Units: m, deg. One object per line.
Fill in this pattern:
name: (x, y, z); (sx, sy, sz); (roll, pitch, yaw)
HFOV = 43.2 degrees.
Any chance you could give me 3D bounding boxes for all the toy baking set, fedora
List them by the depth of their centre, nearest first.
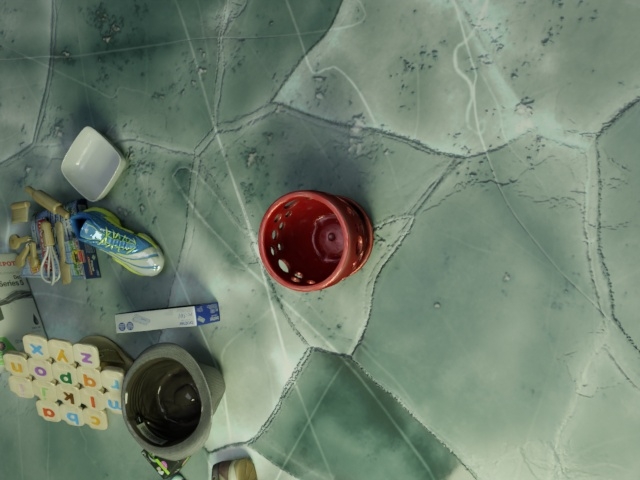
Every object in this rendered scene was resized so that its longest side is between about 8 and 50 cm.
fedora: (-0.297, 0.335, 1.730); (0.275, 0.124, 0.243); (-38, 74, 29)
toy baking set: (-0.635, -0.008, 1.865); (0.256, 0.030, 0.196); (24, 106, 31)

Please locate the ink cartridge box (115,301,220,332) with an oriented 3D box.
ink cartridge box: (-0.332, 0.168, 1.758); (0.207, 0.097, 0.046); (-8, 88, 25)

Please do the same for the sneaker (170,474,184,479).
sneaker: (-0.319, 0.577, 1.793); (0.069, 0.038, 0.098); (37, 106, 20)

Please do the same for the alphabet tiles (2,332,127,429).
alphabet tiles: (-0.567, 0.318, 1.818); (0.284, 0.021, 0.277); (8, 127, 5)

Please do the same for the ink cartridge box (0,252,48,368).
ink cartridge box: (-0.781, 0.173, 1.905); (0.115, 0.198, 0.272); (-26, 81, 23)

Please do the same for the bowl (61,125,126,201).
bowl: (-0.514, -0.174, 1.857); (0.142, 0.053, 0.142); (43, 107, 17)

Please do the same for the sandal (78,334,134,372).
sandal: (-0.486, 0.286, 1.839); (0.240, 0.079, 0.088); (26, 101, 22)

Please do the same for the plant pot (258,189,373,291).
plant pot: (0.000, 0.000, 1.562); (0.191, 0.174, 0.191); (0, 91, 24)

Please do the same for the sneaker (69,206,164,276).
sneaker: (-0.465, 0.007, 1.798); (0.240, 0.126, 0.091); (31, 103, 21)

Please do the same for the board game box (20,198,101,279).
board game box: (-0.628, 0.016, 1.909); (0.194, 0.060, 0.194); (-15, 85, 23)

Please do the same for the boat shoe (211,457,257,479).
boat shoe: (-0.181, 0.603, 1.701); (0.092, 0.103, 0.285); (-8, 84, 29)

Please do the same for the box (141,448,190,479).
box: (-0.342, 0.475, 1.794); (0.083, 0.052, 0.062); (43, 108, 19)
